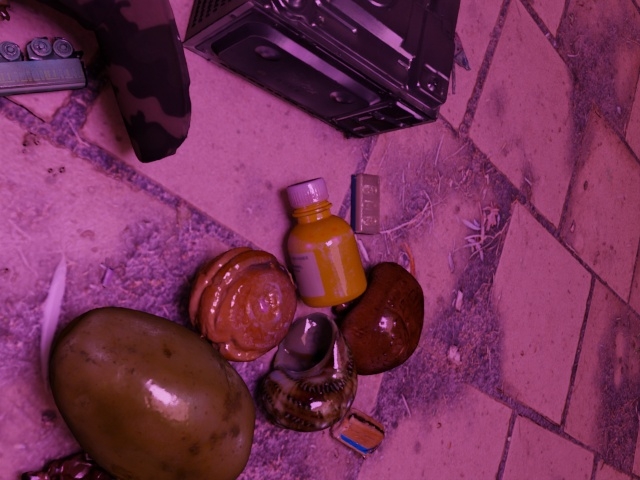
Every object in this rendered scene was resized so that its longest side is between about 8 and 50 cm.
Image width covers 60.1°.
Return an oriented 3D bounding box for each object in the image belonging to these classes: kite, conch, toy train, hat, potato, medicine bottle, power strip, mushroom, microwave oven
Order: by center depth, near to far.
[{"bbox_3d":[-0.298,-0.287,0.654,0.258,0.366,0.381,-1,108,-24],"label":"hat"},{"bbox_3d":[-0.382,-0.228,0.725,0.148,0.038,0.070,-20,104,-38],"label":"toy train"},{"bbox_3d":[-0.214,0.213,0.733,0.216,0.216,0.304,-46,109,-30],"label":"potato"},{"bbox_3d":[0.028,-0.397,0.925,0.394,0.247,0.332,19,76,-37],"label":"microwave oven"},{"bbox_3d":[-0.022,0.238,0.943,0.182,0.187,0.124,-27,132,0],"label":"conch"},{"bbox_3d":[0.000,0.000,0.969,0.122,0.122,0.212,-22,102,-37],"label":"medicine bottle"},{"bbox_3d":[0.129,0.155,1.056,0.194,0.138,0.231,41,65,-30],"label":"mushroom"},{"bbox_3d":[0.090,-0.073,1.100,0.056,0.032,0.123,3,86,-40],"label":"power strip"},{"bbox_3d":[0.312,-0.423,1.306,0.137,0.005,0.152,12,82,-35],"label":"kite"}]

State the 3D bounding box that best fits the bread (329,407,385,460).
[{"bbox_3d":[0.073,0.365,1.062,0.106,0.053,0.072,41,88,-28],"label":"bread"}]

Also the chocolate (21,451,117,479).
[{"bbox_3d":[-0.295,0.353,0.702,0.224,0.206,0.177,32,39,-49],"label":"chocolate"}]

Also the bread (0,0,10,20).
[{"bbox_3d":[-0.477,-0.334,0.576,0.262,0.163,0.204,-44,123,-80],"label":"bread"}]

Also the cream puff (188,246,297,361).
[{"bbox_3d":[-0.123,0.093,0.860,0.189,0.130,0.188,-14,108,-50],"label":"cream puff"}]
